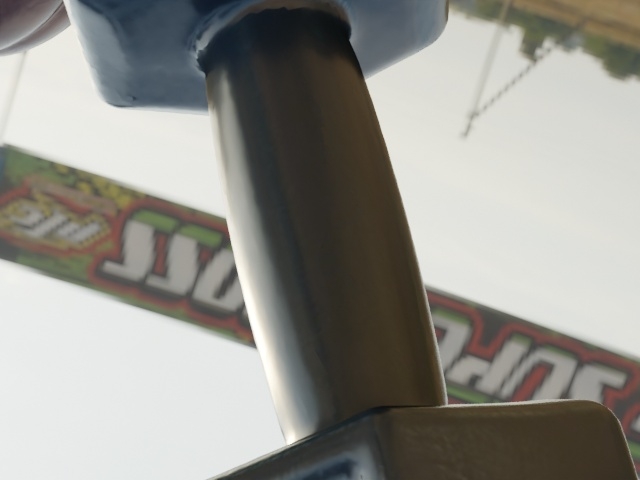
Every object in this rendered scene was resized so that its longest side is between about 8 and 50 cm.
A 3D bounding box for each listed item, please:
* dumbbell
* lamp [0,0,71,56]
[{"bbox_3d":[0.000,0.000,0.492,0.144,0.316,0.156,-12,154,-3],"label":"dumbbell"},{"bbox_3d":[-0.286,-0.259,1.045,0.303,0.257,0.303,30,-168,-7],"label":"lamp"}]
